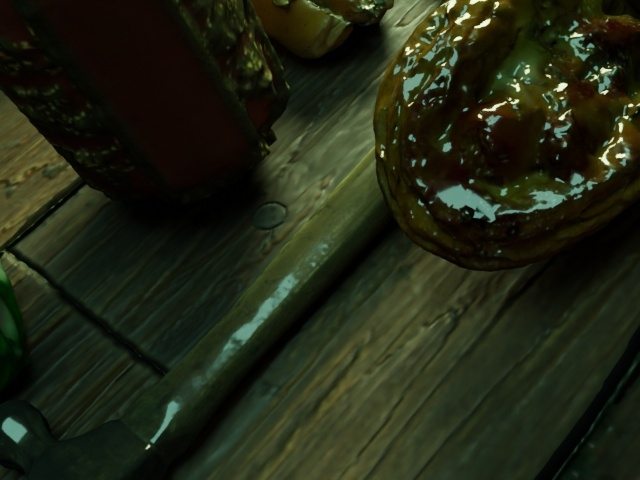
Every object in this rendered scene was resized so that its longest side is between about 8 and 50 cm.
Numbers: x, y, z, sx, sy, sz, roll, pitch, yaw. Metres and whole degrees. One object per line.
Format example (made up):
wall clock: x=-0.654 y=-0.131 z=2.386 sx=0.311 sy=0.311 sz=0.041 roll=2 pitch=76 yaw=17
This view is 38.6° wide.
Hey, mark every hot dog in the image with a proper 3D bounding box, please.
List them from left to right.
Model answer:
hot dog: x=-0.045 y=-0.229 z=0.749 sx=0.109 sy=0.072 sz=0.269 roll=-38 pitch=53 yaw=-19
hot dog: x=0.130 y=-0.078 z=0.536 sx=0.160 sy=0.099 sz=0.227 roll=42 pitch=64 yaw=10

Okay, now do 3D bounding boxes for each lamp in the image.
lamp: x=-0.129 y=-0.139 z=0.563 sx=0.177 sy=0.274 sz=0.177 roll=-12 pitch=53 yaw=17

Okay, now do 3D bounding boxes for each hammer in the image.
hammer: x=0.000 y=0.000 z=0.564 sx=0.168 sy=0.044 sz=0.440 roll=25 pitch=62 yaw=32

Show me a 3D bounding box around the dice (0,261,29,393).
dice: x=-0.259 y=0.044 z=0.544 sx=0.131 sy=0.128 sz=0.120 roll=-25 pitch=51 yaw=-7
